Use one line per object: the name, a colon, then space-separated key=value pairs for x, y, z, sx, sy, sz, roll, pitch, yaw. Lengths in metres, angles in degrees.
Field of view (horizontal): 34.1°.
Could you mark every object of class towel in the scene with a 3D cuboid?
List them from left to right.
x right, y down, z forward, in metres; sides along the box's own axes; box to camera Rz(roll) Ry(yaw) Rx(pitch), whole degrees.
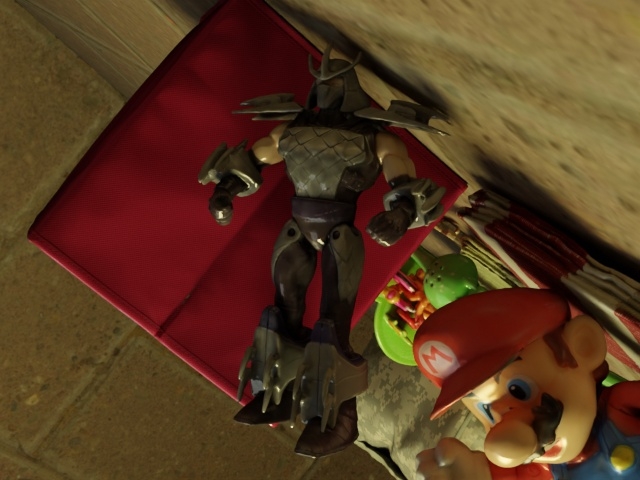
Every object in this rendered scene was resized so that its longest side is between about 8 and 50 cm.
towel: x=0.185 y=0.039 z=1.038 sx=0.110 sy=0.027 sz=0.148 roll=37 pitch=175 yaw=13
towel: x=0.266 y=0.085 z=0.784 sx=0.329 sy=0.037 sz=0.237 roll=37 pitch=178 yaw=43

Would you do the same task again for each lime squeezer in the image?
lime squeezer: x=0.160 y=0.067 z=0.982 sx=0.310 sy=0.059 sz=0.110 roll=34 pitch=173 yaw=28

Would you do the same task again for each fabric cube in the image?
fabric cube: x=-0.075 y=-0.033 z=0.935 sx=0.259 sy=0.258 sz=0.254 roll=40 pitch=175 yaw=-13

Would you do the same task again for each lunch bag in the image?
lunch bag: x=0.174 y=0.202 z=1.295 sx=0.212 sy=0.256 sz=0.305 roll=41 pitch=176 yaw=-26

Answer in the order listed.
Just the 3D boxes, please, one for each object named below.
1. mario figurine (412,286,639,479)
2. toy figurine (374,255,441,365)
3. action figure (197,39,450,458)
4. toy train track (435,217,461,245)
mario figurine: x=0.190 y=0.170 z=0.751 sx=0.320 sy=0.198 sz=0.170 roll=41 pitch=180 yaw=-3
toy figurine: x=0.137 y=0.089 z=1.079 sx=0.173 sy=0.130 sz=0.159 roll=50 pitch=173 yaw=-32
action figure: x=0.000 y=0.000 z=0.748 sx=0.185 sy=0.285 sz=0.099 roll=10 pitch=-172 yaw=36
toy train track: x=0.125 y=-0.015 z=1.074 sx=0.048 sy=0.014 sz=0.083 roll=33 pitch=-177 yaw=-14
